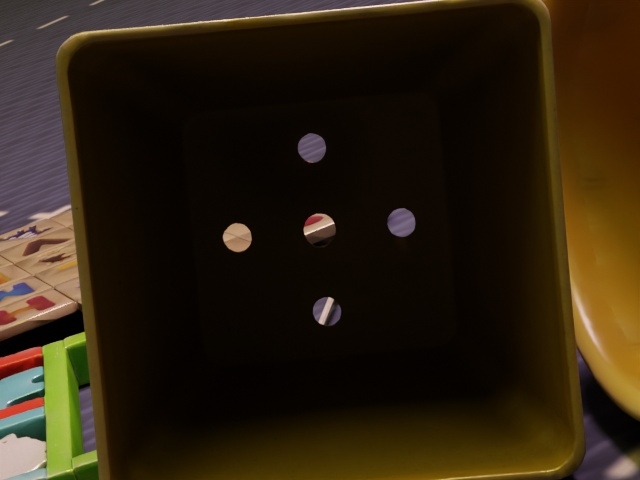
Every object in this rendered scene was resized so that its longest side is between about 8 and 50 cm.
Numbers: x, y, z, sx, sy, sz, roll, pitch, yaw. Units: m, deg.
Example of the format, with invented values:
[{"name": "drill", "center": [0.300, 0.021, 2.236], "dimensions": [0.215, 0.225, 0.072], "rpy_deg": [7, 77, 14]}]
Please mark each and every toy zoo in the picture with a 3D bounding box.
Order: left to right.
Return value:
[{"name": "toy zoo", "center": [-0.221, 0.125, 0.927], "dimensions": [0.293, 0.030, 0.192], "rpy_deg": [-17, 19, -4]}]

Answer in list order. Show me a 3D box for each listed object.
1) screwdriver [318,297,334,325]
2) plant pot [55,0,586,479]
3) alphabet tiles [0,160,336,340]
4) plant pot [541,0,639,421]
[{"name": "screwdriver", "center": [0.006, 0.032, 1.014], "dimensions": [0.024, 0.025, 0.170], "rpy_deg": [-10, 19, 18]}, {"name": "plant pot", "center": [0.000, 0.000, 0.820], "dimensions": [0.212, 0.212, 0.187], "rpy_deg": [-5, 5, 0]}, {"name": "alphabet tiles", "center": [-0.121, -0.004, 1.187], "dimensions": [0.285, 0.011, 0.342], "rpy_deg": [-21, 15, -19]}, {"name": "plant pot", "center": [0.246, -0.051, 0.758], "dimensions": [0.239, 0.254, 0.254], "rpy_deg": [-3, 16, -13]}]
